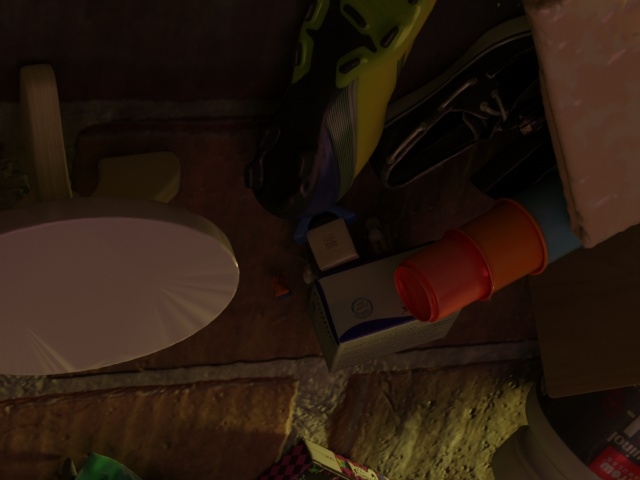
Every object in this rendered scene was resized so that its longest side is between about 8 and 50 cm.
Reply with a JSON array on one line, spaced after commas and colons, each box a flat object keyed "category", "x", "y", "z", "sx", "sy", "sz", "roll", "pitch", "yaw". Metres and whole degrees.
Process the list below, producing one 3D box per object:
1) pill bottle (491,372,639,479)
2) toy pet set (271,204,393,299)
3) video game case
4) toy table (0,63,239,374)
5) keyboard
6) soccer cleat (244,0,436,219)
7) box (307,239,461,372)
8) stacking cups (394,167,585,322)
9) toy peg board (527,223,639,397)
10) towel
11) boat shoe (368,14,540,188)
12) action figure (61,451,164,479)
[{"category": "pill bottle", "x": 0.335, "y": 0.176, "z": 1.822, "sx": 0.176, "sy": 0.176, "sz": 0.318, "roll": 22, "pitch": 120, "yaw": -38}, {"category": "toy pet set", "x": 0.000, "y": 0.000, "z": 1.606, "sx": 0.122, "sy": 0.065, "sz": 0.114, "roll": -22, "pitch": 172, "yaw": 1}, {"category": "video game case", "x": -0.024, "y": 0.339, "z": 1.916, "sx": 0.232, "sy": 0.042, "sz": 0.210, "roll": -44, "pitch": 133, "yaw": 19}, {"category": "toy table", "x": -0.222, "y": -0.002, "z": 1.413, "sx": 0.274, "sy": 0.161, "sz": 0.252, "roll": 2, "pitch": 131, "yaw": -25}, {"category": "keyboard", "x": 0.261, "y": -0.150, "z": 1.522, "sx": 0.317, "sy": 0.033, "sz": 0.201, "roll": -41, "pitch": 165, "yaw": 10}, {"category": "soccer cleat", "x": 0.029, "y": -0.145, "z": 1.462, "sx": 0.121, "sy": 0.093, "sz": 0.289, "roll": -17, "pitch": 142, "yaw": -55}, {"category": "box", "x": 0.060, "y": 0.066, "z": 1.631, "sx": 0.126, "sy": 0.072, "sz": 0.137, "roll": -17, "pitch": 166, "yaw": -9}, {"category": "stacking cups", "x": 0.214, "y": -0.020, "z": 1.569, "sx": 0.316, "sy": 0.096, "sz": 0.096, "roll": -28, "pitch": 140, "yaw": -25}, {"category": "toy peg board", "x": 0.304, "y": 0.066, "z": 1.695, "sx": 0.161, "sy": 0.161, "sz": 0.079, "roll": -14, "pitch": 171, "yaw": 37}, {"category": "towel", "x": 0.339, "y": -0.168, "z": 1.430, "sx": 0.331, "sy": 0.053, "sz": 0.317, "roll": -26, "pitch": 137, "yaw": -2}, {"category": "boat shoe", "x": 0.140, "y": -0.121, "z": 1.526, "sx": 0.219, "sy": 0.070, "sz": 0.078, "roll": -35, "pitch": 135, "yaw": 10}, {"category": "action figure", "x": -0.181, "y": 0.298, "z": 1.778, "sx": 0.232, "sy": 0.063, "sz": 0.137, "roll": 26, "pitch": 119, "yaw": -30}]
